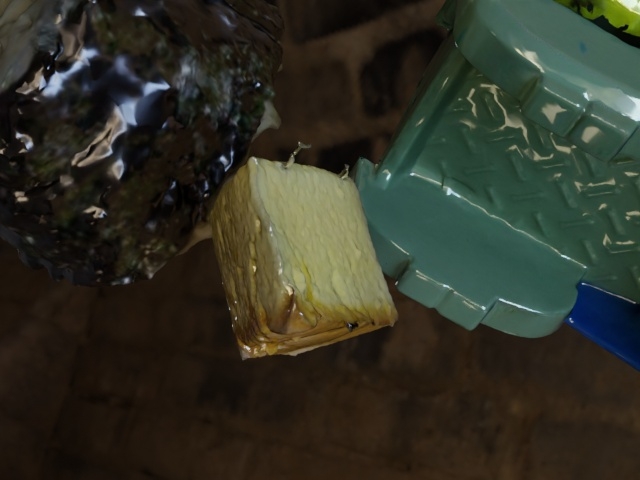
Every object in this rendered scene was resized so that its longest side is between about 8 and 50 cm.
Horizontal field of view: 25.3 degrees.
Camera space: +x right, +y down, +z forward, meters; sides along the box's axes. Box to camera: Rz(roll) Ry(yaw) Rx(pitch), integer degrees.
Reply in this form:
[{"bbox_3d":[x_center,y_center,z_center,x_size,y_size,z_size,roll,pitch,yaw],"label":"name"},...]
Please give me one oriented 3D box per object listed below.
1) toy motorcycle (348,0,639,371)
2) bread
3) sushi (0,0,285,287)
[{"bbox_3d":[0.184,-0.006,0.694,0.200,0.326,0.191,-60,180,-42],"label":"toy motorcycle"},{"bbox_3d":[0.000,0.000,0.604,0.109,0.080,0.084,138,-63,-73],"label":"bread"},{"bbox_3d":[-0.146,-0.118,0.862,0.211,0.171,0.350,-49,-149,11],"label":"sushi"}]
